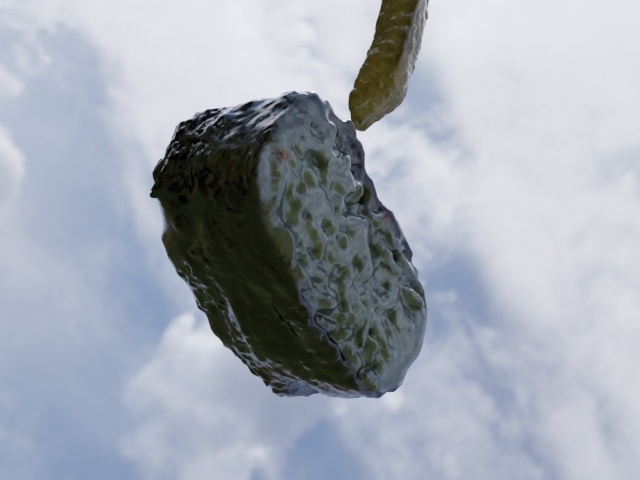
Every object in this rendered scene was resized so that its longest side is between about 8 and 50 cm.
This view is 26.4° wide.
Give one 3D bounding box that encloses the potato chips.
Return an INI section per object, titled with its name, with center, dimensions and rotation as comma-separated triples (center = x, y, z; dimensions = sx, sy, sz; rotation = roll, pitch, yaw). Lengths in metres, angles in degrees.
[potato chips]
center = 0.089, -0.305, 1.486
dimensions = 0.080, 0.057, 0.407
rotation = -5, -120, 24

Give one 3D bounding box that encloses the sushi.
[sushi]
center = -0.023, 0.011, 0.926
dimensions = 0.127, 0.124, 0.225
rotation = -2, -52, 39
